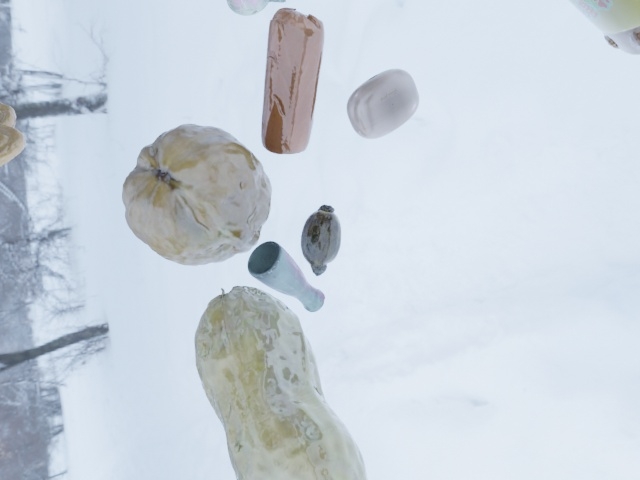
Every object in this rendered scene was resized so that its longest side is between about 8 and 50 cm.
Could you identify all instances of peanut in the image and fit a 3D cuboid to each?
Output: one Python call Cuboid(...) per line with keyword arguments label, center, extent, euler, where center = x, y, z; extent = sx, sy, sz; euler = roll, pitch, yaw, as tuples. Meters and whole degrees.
Cuboid(label="peanut", center=(-0.047, 0.190, 0.538), extent=(0.313, 0.149, 0.149), euler=(55, 138, 37))

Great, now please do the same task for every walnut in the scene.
Cuboid(label="walnut", center=(-0.259, -0.091, 1.079), extent=(0.344, 0.305, 0.306), euler=(33, -138, -76))

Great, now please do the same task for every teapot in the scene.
Cuboid(label="teapot", center=(-0.240, -0.872, 1.643), extent=(0.221, 0.163, 0.178), euler=(33, 175, 10))

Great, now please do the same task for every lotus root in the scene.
Cuboid(label="lotus root", center=(0.000, 0.000, 1.399), extent=(0.120, 0.120, 0.210), euler=(5, 87, 58))

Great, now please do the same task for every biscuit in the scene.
Cuboid(label="biscuit", center=(-0.876, -0.261, 1.142), extent=(0.375, 0.269, 0.051), euler=(19, 140, 15))

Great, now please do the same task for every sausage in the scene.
Cuboid(label="sausage", center=(-0.064, -0.343, 1.057), extent=(0.121, 0.121, 0.304), euler=(49, 140, 43))

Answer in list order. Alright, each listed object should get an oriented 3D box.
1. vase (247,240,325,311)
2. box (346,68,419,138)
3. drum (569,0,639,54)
Cuboid(label="vase", center=(-0.065, 0.090, 1.058), extent=(0.086, 0.214, 0.086), euler=(-19, 50, 24))
Cuboid(label="box", center=(0.160, -0.348, 1.228), extent=(0.146, 0.200, 0.088), euler=(62, 166, -25))
Cuboid(label="drum", center=(0.407, -0.411, 0.455), extent=(0.214, 0.431, 0.431), euler=(42, 145, -7))
